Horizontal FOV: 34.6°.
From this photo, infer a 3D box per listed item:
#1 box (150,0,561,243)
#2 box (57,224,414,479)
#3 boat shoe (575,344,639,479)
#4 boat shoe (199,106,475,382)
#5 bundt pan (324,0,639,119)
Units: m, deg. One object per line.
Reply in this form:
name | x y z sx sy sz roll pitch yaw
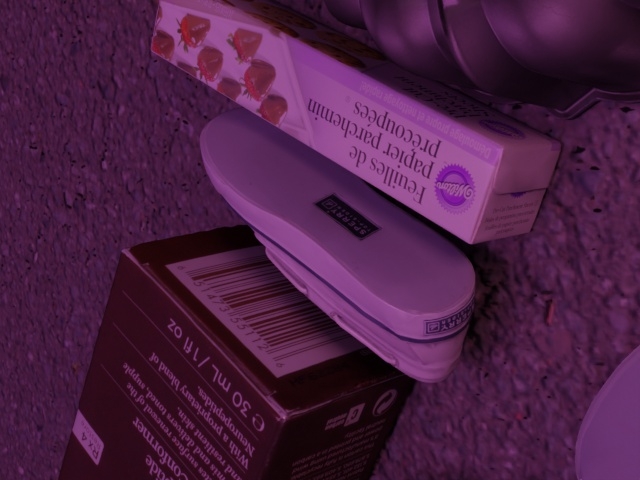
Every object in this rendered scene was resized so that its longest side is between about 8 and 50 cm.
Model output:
box | 0.007 -0.100 0.683 0.324 0.067 0.063 35 121 37
box | -0.095 0.197 0.788 0.191 0.143 0.381 40 125 32
boat shoe | 0.247 0.041 0.440 0.306 0.105 0.113 -49 59 31
boat shoe | 0.000 0.000 0.689 0.258 0.095 0.084 47 150 40
bundt pan | 0.098 -0.225 0.528 0.331 0.124 0.330 10 105 43
